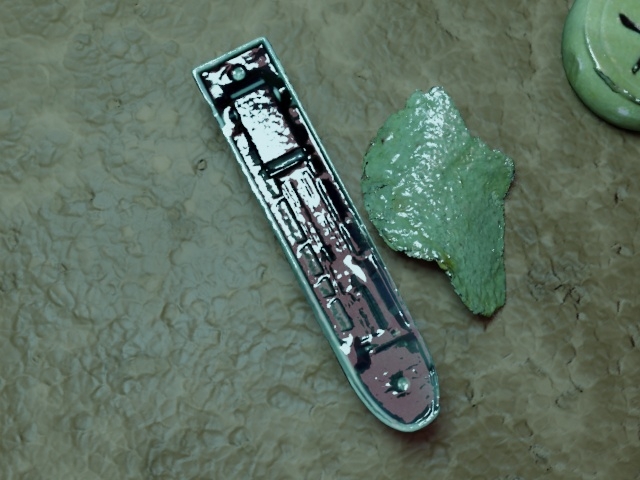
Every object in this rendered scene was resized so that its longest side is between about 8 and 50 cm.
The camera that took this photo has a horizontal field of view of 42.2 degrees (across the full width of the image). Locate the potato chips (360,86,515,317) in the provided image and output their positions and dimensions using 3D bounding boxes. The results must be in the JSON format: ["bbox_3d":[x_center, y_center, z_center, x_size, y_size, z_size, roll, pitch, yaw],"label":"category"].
[{"bbox_3d":[0.134,-0.035,0.859,0.167,0.059,0.228,-42,86,-18],"label":"potato chips"}]

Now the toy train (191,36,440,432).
[{"bbox_3d":[0.000,0.000,0.827,0.086,0.088,0.407,-26,83,-6],"label":"toy train"}]

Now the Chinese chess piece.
[{"bbox_3d":[0.355,-0.210,0.888,0.188,0.083,0.189,0,80,-1],"label":"Chinese chess piece"}]
